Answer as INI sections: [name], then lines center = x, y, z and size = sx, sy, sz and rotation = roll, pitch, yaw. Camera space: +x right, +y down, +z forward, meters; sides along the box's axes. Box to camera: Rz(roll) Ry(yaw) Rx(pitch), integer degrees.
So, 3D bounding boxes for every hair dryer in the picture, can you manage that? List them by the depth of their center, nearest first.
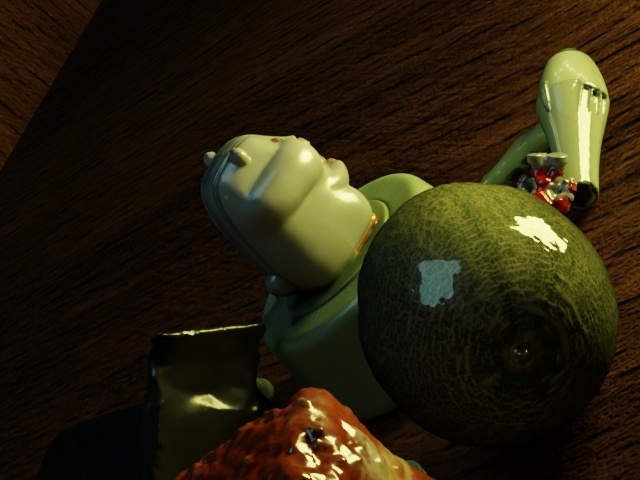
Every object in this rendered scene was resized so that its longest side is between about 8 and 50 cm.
[hair dryer]
center = 0.254, -0.087, 2.191
size = 0.225, 0.088, 0.219
rotation = -55, 22, 20

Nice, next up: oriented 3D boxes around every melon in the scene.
[melon]
center = 0.154, 0.066, 1.865
size = 0.248, 0.248, 0.329
rotation = -46, 15, 6

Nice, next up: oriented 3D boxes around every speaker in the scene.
[speaker]
center = -0.197, 0.224, 2.253
size = 0.388, 0.180, 0.184
rotation = -23, 74, 56

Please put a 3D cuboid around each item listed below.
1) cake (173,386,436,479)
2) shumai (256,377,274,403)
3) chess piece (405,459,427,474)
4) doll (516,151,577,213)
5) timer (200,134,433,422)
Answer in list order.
[cake]
center = 0.007, 0.333, 1.591
size = 0.270, 0.319, 0.269
rotation = -39, 23, 18
[shumai]
center = -0.123, 0.196, 2.396
size = 0.124, 0.087, 0.099
rotation = -27, 31, 46
[chess piece]
center = 0.053, 0.230, 1.975
size = 0.067, 0.103, 0.067
rotation = -40, 23, 21
[doll]
center = 0.227, -0.013, 2.071
size = 0.094, 0.079, 0.180
rotation = 7, 73, 29
[timer]
center = 0.000, 0.000, 2.182
size = 0.291, 0.315, 0.291
rotation = -40, 22, 20
